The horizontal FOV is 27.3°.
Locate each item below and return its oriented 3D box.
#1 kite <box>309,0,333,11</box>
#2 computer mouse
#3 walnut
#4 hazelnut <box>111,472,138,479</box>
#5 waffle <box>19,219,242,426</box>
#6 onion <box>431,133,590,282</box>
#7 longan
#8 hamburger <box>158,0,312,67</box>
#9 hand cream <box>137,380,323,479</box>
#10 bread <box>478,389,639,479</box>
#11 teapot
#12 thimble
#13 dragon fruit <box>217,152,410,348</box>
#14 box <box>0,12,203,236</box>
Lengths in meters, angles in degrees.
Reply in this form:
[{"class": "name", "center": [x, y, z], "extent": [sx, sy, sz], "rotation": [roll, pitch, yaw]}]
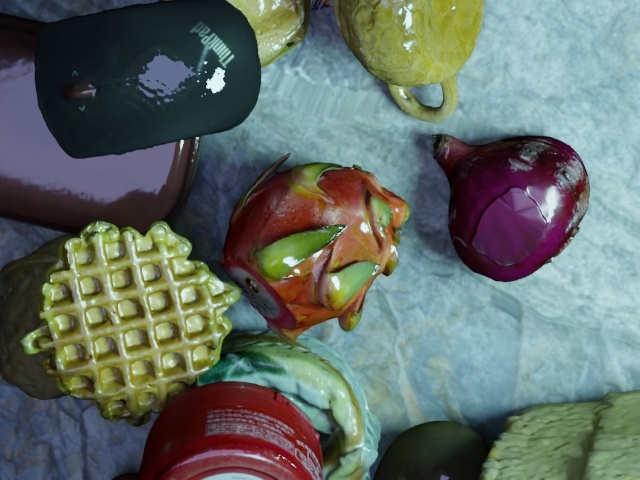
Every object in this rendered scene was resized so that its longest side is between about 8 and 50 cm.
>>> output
[{"class": "kite", "center": [0.043, -0.317, 1.674], "extent": [0.122, 0.004, 0.090], "rotation": [0, 102, 6]}, {"class": "computer mouse", "center": [-0.207, -0.194, 1.564], "extent": [0.269, 0.100, 0.170], "rotation": [-10, 96, 8]}, {"class": "walnut", "center": [-0.325, 0.095, 1.684], "extent": [0.198, 0.198, 0.245], "rotation": [42, 133, -3]}, {"class": "hazelnut", "center": [-0.255, 0.356, 1.787], "extent": [0.086, 0.086, 0.086], "rotation": [1, 100, 5]}, {"class": "waffle", "center": [-0.226, 0.094, 1.571], "extent": [0.237, 0.059, 0.243], "rotation": [30, 91, -19]}, {"class": "onion", "center": [0.222, -0.061, 1.644], "extent": [0.218, 0.140, 0.195], "rotation": [41, 108, 1]}, {"class": "longan", "center": [0.150, 0.319, 1.694], "extent": [0.167, 0.167, 0.187], "rotation": [15, 131, 3]}, {"class": "hamburger", "center": [-0.108, -0.310, 1.638], "extent": [0.213, 0.108, 0.214], "rotation": [1, 101, 5]}, {"class": "hand cream", "center": [-0.104, 0.291, 1.537], "extent": [0.230, 0.149, 0.230], "rotation": [-2, 111, -4]}, {"class": "bread", "center": [0.337, 0.395, 1.577], "extent": [0.279, 0.371, 0.390], "rotation": [0, 104, 16]}, {"class": "teapot", "center": [0.091, -0.280, 1.600], "extent": [0.167, 0.203, 0.311], "rotation": [11, 135, 35]}, {"class": "thimble", "center": [-0.066, 0.249, 1.705], "extent": [0.288, 0.167, 0.254], "rotation": [0, 101, 7]}, {"class": "dragon fruit", "center": [-0.005, 0.001, 1.627], "extent": [0.224, 0.224, 0.227], "rotation": [43, 77, -3]}, {"class": "box", "center": [-0.351, -0.146, 1.690], "extent": [0.403, 0.108, 0.263], "rotation": [14, 100, 3]}]
